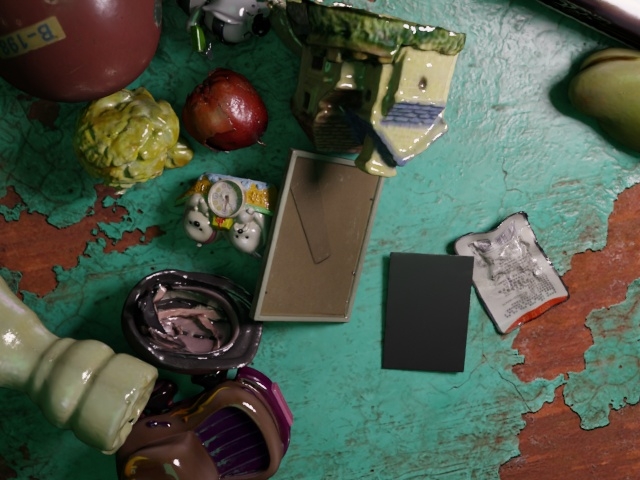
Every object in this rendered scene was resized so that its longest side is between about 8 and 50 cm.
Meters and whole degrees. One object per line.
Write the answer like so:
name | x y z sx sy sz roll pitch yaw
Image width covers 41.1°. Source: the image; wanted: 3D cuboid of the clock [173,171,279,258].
clock | -0.170 -0.049 1.589 0.230 0.103 0.144 12 92 19

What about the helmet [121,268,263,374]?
helmet | -0.251 0.165 1.612 0.253 0.154 0.198 20 60 -16

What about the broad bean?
broad bean | 0.595 -0.257 1.587 0.263 0.189 0.121 33 56 -9

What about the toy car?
toy car | -0.222 0.397 1.608 0.340 0.240 0.271 -25 103 4

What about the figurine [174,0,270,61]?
figurine | -0.172 -0.405 1.517 0.192 0.147 0.126 28 131 24

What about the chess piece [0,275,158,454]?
chess piece | -0.522 0.210 1.518 0.442 0.234 0.234 27 98 3

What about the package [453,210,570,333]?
package | 0.376 0.059 1.690 0.166 0.040 0.232 -30 107 9

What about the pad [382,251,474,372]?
pad | 0.211 0.144 1.693 0.170 0.006 0.246 2 104 0

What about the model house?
model house | 0.066 -0.262 1.455 0.261 0.321 0.266 1 110 -25

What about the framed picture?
framed picture | 0.000 0.000 1.598 0.240 0.020 0.324 5 103 -39

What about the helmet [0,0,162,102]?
helmet | -0.419 -0.343 1.420 0.384 0.337 0.230 -12 108 18

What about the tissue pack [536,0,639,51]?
tissue pack | 0.558 -0.460 1.525 0.369 0.198 0.210 22 96 -8

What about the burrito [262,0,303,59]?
burrito | -0.041 -0.377 1.579 0.058 0.045 0.188 -40 103 17

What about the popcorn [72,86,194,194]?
popcorn | -0.332 -0.177 1.539 0.197 0.212 0.198 -6 80 36

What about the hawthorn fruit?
hawthorn fruit | -0.165 -0.224 1.556 0.148 0.148 0.172 -47 116 5
